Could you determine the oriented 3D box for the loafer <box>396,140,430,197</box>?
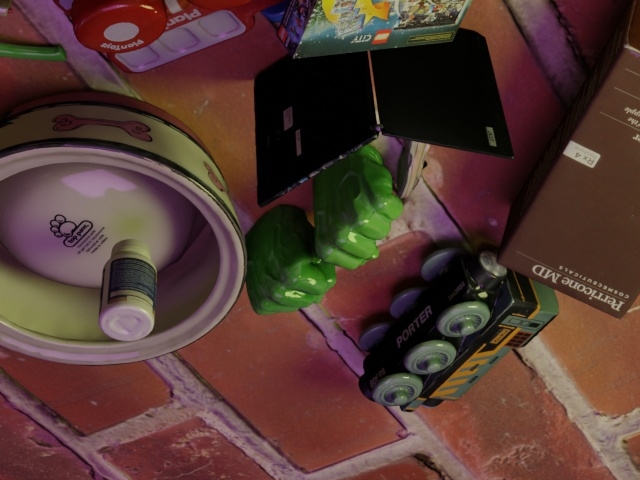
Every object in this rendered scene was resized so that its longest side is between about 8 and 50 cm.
[{"bbox_3d":[0.128,-0.106,1.730,0.039,0.045,0.125,-2,133,-11],"label":"loafer"}]

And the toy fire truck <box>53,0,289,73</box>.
[{"bbox_3d":[-0.139,-0.295,1.456,0.302,0.169,0.254,-19,159,14],"label":"toy fire truck"}]

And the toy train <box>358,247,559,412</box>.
[{"bbox_3d":[0.195,0.138,1.924,0.190,0.142,0.334,13,134,-29],"label":"toy train"}]

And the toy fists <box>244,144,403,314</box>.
[{"bbox_3d":[0.000,0.000,1.756,0.096,0.142,0.279,31,126,-30],"label":"toy fists"}]

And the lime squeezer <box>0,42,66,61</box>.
[{"bbox_3d":[-0.473,-0.214,1.579,0.311,0.058,0.110,-16,165,10],"label":"lime squeezer"}]

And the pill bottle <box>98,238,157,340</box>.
[{"bbox_3d":[-0.233,0.058,1.600,0.067,0.120,0.067,-2,136,-2],"label":"pill bottle"}]

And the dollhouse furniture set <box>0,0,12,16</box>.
[{"bbox_3d":[-0.395,-0.282,1.409,0.129,0.183,0.129,7,135,-11],"label":"dollhouse furniture set"}]

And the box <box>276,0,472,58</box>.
[{"bbox_3d":[0.079,-0.286,1.466,0.233,0.044,0.159,-11,145,-34],"label":"box"}]

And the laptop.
[{"bbox_3d":[0.064,-0.147,1.545,0.264,0.234,0.136,-30,129,23],"label":"laptop"}]

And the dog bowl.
[{"bbox_3d":[-0.299,-0.020,1.710,0.408,0.150,0.408,-2,136,-2],"label":"dog bowl"}]

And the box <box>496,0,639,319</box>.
[{"bbox_3d":[0.387,-0.097,1.655,0.191,0.143,0.381,24,134,1],"label":"box"}]
